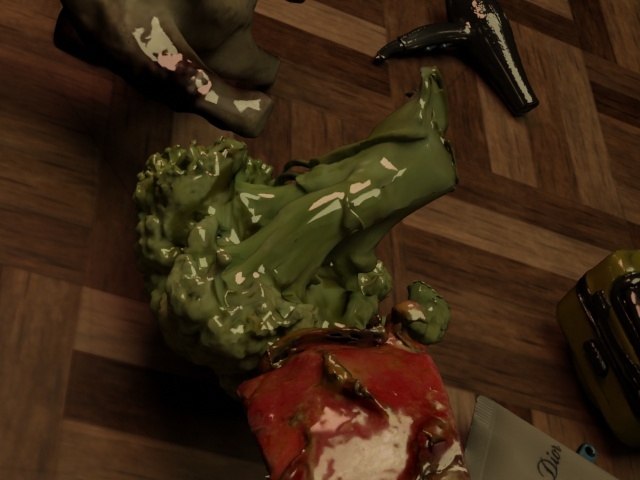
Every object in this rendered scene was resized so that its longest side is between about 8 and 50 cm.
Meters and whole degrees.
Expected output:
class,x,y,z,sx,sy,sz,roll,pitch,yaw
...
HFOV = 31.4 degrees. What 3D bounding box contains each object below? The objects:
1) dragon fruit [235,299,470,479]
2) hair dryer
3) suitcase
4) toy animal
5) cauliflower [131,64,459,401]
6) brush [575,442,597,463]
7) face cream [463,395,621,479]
class,x,y,z,sx,sy,sz,roll,pitch,yaw
dragon fruit,0.037,0.155,0.798,0.147,0.282,0.211,-24,85,-2
hair dryer,0.159,-0.233,1.438,0.219,0.075,0.195,-16,72,-30
suitcase,0.371,0.118,1.192,0.235,0.143,0.194,4,52,-32
toy animal,-0.165,-0.253,1.103,0.303,0.194,0.344,20,11,-7
cauliflower,-0.006,0.021,0.943,0.327,0.281,0.260,-31,105,-62
brush,0.232,0.245,1.084,0.051,0.014,0.164,42,41,4
face cream,0.260,0.267,1.029,0.314,0.089,0.143,29,43,-5
